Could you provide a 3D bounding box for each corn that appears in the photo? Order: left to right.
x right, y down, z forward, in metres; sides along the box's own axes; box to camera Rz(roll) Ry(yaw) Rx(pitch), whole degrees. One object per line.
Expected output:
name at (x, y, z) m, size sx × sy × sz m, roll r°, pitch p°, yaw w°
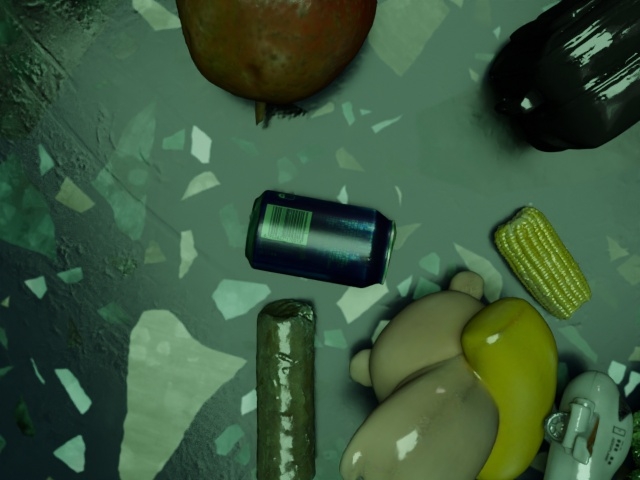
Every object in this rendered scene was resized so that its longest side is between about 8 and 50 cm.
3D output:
corn at (0.323, 0.034, 1.472) m, size 0.085 × 0.063 × 0.165 m, roll -40°, pitch 94°, yaw -21°

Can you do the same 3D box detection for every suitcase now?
suitcase at (0.387, -0.250, 1.314) m, size 0.339 × 0.345 × 0.188 m, roll -37°, pitch 97°, yaw 3°

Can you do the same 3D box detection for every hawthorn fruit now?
hawthorn fruit at (-0.071, -0.293, 1.371) m, size 0.276 × 0.277 × 0.298 m, roll 13°, pitch 116°, yaw 1°

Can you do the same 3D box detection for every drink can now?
drink can at (0.000, 0.000, 1.449) m, size 0.204 × 0.118 × 0.118 m, roll 12°, pitch 93°, yaw 1°

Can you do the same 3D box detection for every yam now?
yam at (-0.050, 0.218, 1.475) m, size 0.093 × 0.093 × 0.259 m, roll 0°, pitch 93°, yaw 1°

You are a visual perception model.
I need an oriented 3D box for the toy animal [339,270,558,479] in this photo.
toy animal at (0.164, 0.220, 1.421) m, size 0.345 × 0.247 × 0.277 m, roll -48°, pitch 134°, yaw -10°

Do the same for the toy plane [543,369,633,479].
toy plane at (0.366, 0.299, 1.397) m, size 0.117 × 0.244 × 0.245 m, roll 9°, pitch 94°, yaw 25°

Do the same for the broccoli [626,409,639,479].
broccoli at (0.537, 0.312, 1.389) m, size 0.265 × 0.245 × 0.295 m, roll 33°, pitch 133°, yaw 18°
